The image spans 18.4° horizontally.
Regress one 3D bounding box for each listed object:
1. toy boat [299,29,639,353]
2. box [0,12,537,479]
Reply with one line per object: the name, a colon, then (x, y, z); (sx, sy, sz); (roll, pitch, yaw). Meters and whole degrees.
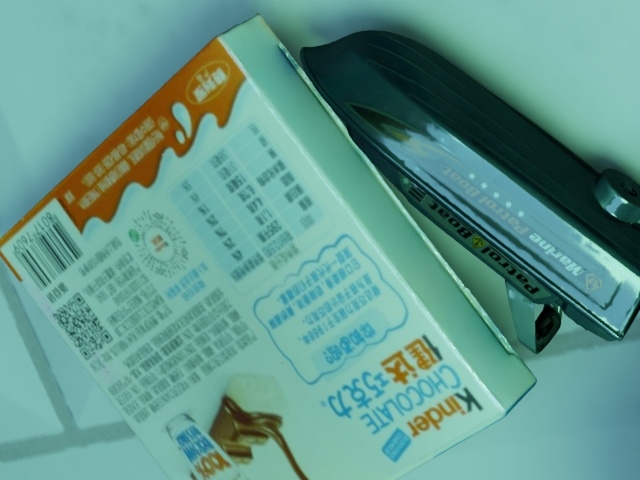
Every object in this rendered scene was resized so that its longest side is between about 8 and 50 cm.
toy boat: (0.086, -0.032, 1.084); (0.246, 0.093, 0.103); (38, 116, 5)
box: (-0.043, 0.042, 1.177); (0.273, 0.048, 0.265); (-36, 91, 43)
